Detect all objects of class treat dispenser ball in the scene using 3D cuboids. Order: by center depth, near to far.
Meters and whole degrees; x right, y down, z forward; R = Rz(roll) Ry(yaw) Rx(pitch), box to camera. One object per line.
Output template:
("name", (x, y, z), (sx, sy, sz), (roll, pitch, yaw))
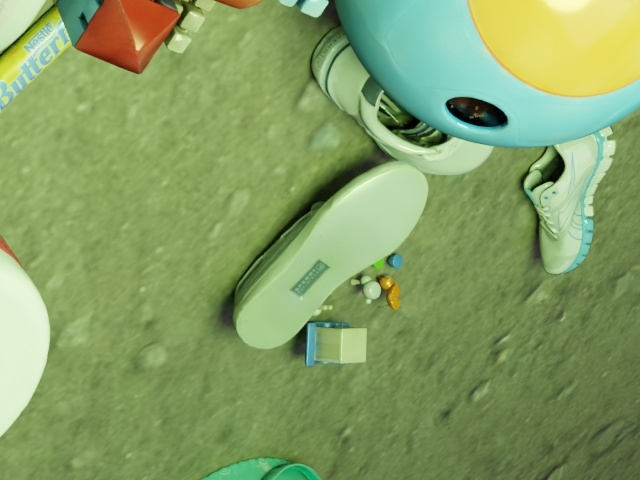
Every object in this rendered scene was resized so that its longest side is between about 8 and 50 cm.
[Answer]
("treat dispenser ball", (0.151, -0.213, 1.108), (0.288, 0.288, 0.288), (-25, 141, -23))

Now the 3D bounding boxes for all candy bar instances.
("candy bar", (-0.192, -0.150, 1.082), (0.161, 0.018, 0.040), (-43, 144, -1))

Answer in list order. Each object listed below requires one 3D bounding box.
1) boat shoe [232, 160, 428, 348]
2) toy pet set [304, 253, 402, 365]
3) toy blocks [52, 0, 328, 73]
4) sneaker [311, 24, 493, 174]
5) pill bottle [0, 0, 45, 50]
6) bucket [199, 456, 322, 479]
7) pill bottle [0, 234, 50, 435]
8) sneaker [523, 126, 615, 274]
("boat shoe", (0.000, 0.001, 1.369), (0.227, 0.081, 0.079), (-44, 119, 11))
("toy pet set", (0.017, 0.068, 1.485), (0.122, 0.065, 0.114), (3, 90, -48))
("toy blocks", (-0.051, -0.243, 0.876), (0.190, 0.261, 0.381), (18, 120, -37))
("sneaker", (0.089, -0.103, 1.327), (0.094, 0.091, 0.258), (-51, 143, 13))
("pill bottle", (-0.302, -0.198, 0.801), (0.301, 0.169, 0.169), (4, 124, -45))
("bucket", (-0.065, 0.381, 1.601), (0.281, 0.183, 0.281), (-26, 141, -22))
("pill bottle", (-0.301, -0.014, 0.861), (0.176, 0.318, 0.176), (-25, 141, -22))
("sneaker", (0.246, -0.045, 1.568), (0.083, 0.071, 0.191), (-12, 126, -26))
